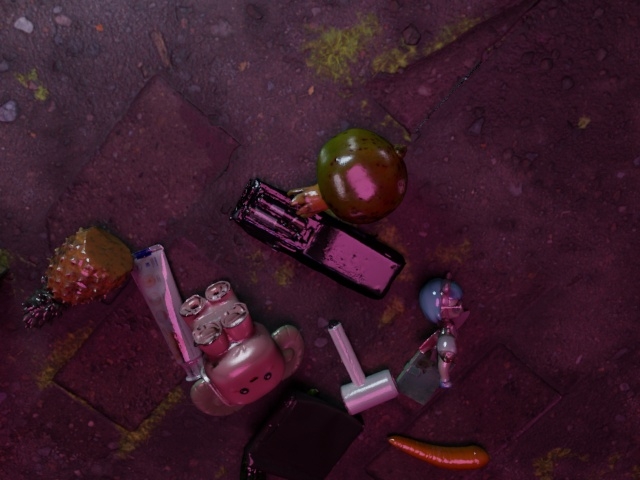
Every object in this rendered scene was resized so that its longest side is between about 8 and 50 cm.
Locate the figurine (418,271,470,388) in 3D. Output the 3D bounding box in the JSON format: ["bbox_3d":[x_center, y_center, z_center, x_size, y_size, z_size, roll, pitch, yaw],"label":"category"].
[{"bbox_3d":[0.269,0.212,1.255,0.103,0.205,0.259,3,105,23],"label":"figurine"}]

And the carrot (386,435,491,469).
[{"bbox_3d":[0.300,0.545,1.417,0.271,0.062,0.066,6,140,0],"label":"carrot"}]

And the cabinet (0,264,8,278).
[{"bbox_3d":[-0.794,0.144,1.169,0.148,0.215,0.174,24,105,-9],"label":"cabinet"}]

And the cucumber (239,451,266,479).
[{"bbox_3d":[-0.174,0.628,1.414,0.077,0.077,0.265,7,107,-4],"label":"cucumber"}]

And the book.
[{"bbox_3d":[0.251,0.330,1.366,0.103,0.017,0.135,31,104,-11],"label":"book"}]

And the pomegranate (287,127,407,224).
[{"bbox_3d":[0.055,-0.126,1.125,0.246,0.198,0.198,-2,107,-3],"label":"pomegranate"}]

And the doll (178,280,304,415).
[{"bbox_3d":[-0.181,0.255,1.259,0.284,0.216,0.268,-30,129,-13],"label":"doll"}]

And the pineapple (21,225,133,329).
[{"bbox_3d":[-0.543,0.097,1.212,0.279,0.157,0.158,-37,105,20],"label":"pineapple"}]

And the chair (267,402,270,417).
[{"bbox_3d":[-0.114,0.446,1.380,0.042,0.037,0.086,7,103,7],"label":"chair"}]

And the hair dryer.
[{"bbox_3d":[0.085,0.289,1.331,0.131,0.073,0.236,-25,97,6],"label":"hair dryer"}]

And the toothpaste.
[{"bbox_3d":[-0.344,0.169,1.275,0.100,0.066,0.323,-18,103,11],"label":"toothpaste"}]

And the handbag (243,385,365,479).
[{"bbox_3d":[-0.041,0.475,1.356,0.247,0.080,0.223,30,100,-28],"label":"handbag"}]

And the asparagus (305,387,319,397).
[{"bbox_3d":[-0.046,0.398,1.375,0.108,0.021,0.025,-40,100,10],"label":"asparagus"}]

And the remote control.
[{"bbox_3d":[0.000,0.000,1.232,0.399,0.062,0.144,27,104,-10],"label":"remote control"}]
